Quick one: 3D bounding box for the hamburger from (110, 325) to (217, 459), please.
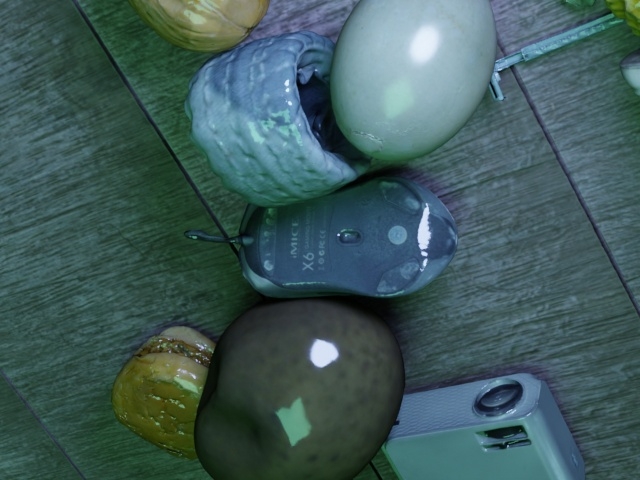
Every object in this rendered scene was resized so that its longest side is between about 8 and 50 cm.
[{"bbox_3d":[-0.216,0.234,2.047,0.214,0.108,0.213,10,130,12],"label":"hamburger"}]

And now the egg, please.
[{"bbox_3d":[0.110,-0.212,1.572,0.186,0.186,0.253,26,84,-2],"label":"egg"}]

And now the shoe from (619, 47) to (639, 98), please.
[{"bbox_3d":[0.465,-0.140,1.426,0.316,0.124,0.159,15,129,54],"label":"shoe"}]

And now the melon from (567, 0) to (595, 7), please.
[{"bbox_3d":[0.256,-0.380,1.527,0.114,0.053,0.261,-24,119,9],"label":"melon"}]

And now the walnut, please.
[{"bbox_3d":[-0.150,-0.317,1.604,0.197,0.165,0.165,40,127,10],"label":"walnut"}]

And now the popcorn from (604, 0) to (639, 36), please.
[{"bbox_3d":[0.395,-0.337,1.395,0.258,0.224,0.270,-37,112,28],"label":"popcorn"}]

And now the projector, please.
[{"bbox_3d":[0.236,0.307,1.950,0.250,0.108,0.198,-14,123,26],"label":"projector"}]

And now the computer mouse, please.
[{"bbox_3d":[0.000,0.000,1.802,0.379,0.167,0.090,3,168,15],"label":"computer mouse"}]

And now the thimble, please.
[{"bbox_3d":[-0.046,-0.147,1.662,0.172,0.250,0.205,-15,73,28],"label":"thimble"}]

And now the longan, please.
[{"bbox_3d":[-0.033,0.224,1.877,0.288,0.288,0.350,28,119,-3],"label":"longan"}]

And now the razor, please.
[{"bbox_3d":[0.292,-0.242,1.610,0.211,0.036,0.084,-20,96,22],"label":"razor"}]
